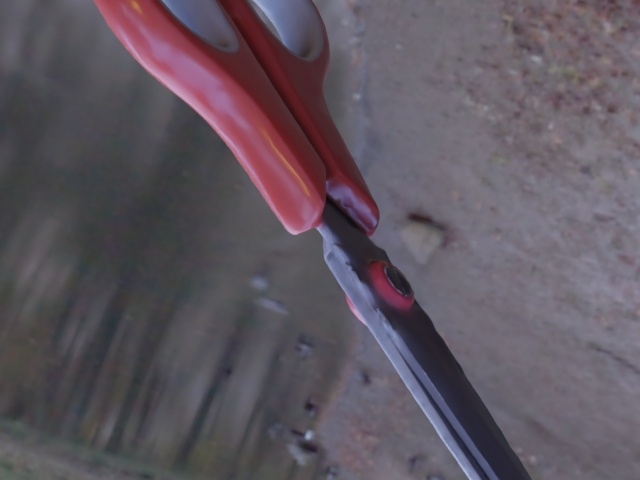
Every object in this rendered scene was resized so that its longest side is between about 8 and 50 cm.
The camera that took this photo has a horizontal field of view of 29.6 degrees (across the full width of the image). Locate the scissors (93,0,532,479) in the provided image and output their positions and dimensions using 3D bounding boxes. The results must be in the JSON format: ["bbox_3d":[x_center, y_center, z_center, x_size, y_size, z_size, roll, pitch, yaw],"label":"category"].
[{"bbox_3d":[0.000,0.000,0.325,0.021,0.297,0.109,-39,146,24],"label":"scissors"}]
